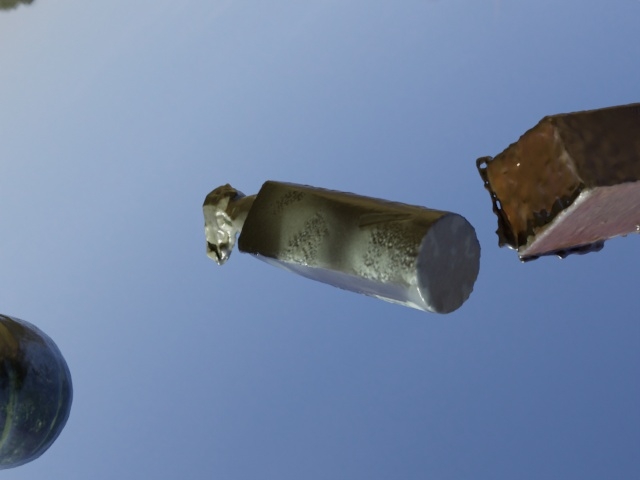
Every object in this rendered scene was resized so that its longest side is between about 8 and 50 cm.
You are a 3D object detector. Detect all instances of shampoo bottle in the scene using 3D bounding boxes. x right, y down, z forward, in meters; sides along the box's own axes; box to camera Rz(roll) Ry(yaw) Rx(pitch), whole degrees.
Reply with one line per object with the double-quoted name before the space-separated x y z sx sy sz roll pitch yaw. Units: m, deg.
"shampoo bottle" -0.001 -0.001 0.623 0.207 0.057 0.063 13 -101 47

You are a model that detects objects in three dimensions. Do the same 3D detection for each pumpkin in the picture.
"pumpkin" -0.261 0.113 0.738 0.167 0.125 0.167 -22 170 -4

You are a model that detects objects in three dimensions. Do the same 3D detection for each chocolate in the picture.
"chocolate" 0.308 -0.071 0.950 0.112 0.321 0.112 -53 -128 58
